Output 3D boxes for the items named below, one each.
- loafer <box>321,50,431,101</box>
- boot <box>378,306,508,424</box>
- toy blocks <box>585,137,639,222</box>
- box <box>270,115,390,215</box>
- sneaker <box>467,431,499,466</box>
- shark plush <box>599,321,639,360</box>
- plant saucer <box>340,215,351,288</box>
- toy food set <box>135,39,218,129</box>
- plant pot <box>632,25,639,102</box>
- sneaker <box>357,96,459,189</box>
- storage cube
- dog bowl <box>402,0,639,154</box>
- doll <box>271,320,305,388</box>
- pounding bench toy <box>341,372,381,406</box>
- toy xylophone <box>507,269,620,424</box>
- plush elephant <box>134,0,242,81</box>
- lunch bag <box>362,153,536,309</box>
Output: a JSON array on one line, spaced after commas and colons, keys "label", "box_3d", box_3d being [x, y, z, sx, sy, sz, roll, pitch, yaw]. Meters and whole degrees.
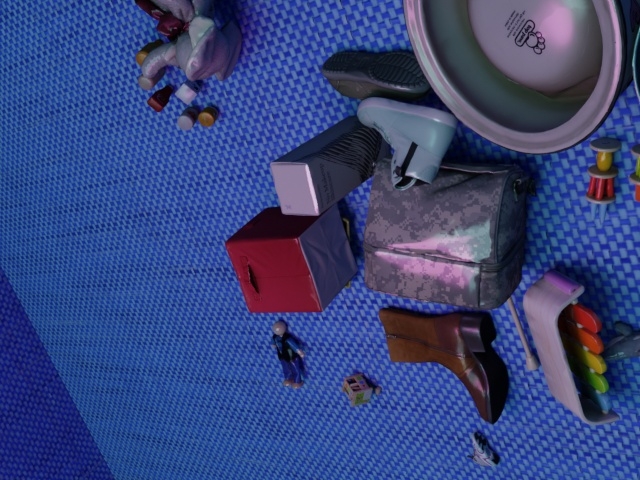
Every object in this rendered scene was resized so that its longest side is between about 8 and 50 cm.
[{"label": "loafer", "box_3d": [0.117, -0.309, 1.530, 0.251, 0.094, 0.087, 21, 154, 39]}, {"label": "boot", "box_3d": [0.267, 0.280, 1.781, 0.281, 0.096, 0.264, -3, 116, 41]}, {"label": "toy blocks", "box_3d": [0.519, -0.094, 1.358, 0.123, 0.054, 0.148, 15, 126, 32]}, {"label": "box", "box_3d": [0.027, -0.153, 1.557, 0.094, 0.275, 0.113, 5, 120, 36]}, {"label": "sneaker", "box_3d": [0.372, 0.502, 1.883, 0.069, 0.038, 0.098, -31, 95, 45]}, {"label": "shark plush", "box_3d": [0.609, 0.209, 1.475, 0.161, 0.067, 0.073, 9, 122, 35]}, {"label": "plant saucer", "box_3d": [0.000, 0.000, 1.847, 0.189, 0.045, 0.188, 17, 127, 29]}, {"label": "toy food set", "box_3d": [-0.339, -0.360, 1.872, 0.232, 0.104, 0.111, 39, 124, -14]}, {"label": "plant pot", "box_3d": [0.591, -0.262, 1.071, 0.290, 0.195, 0.290, 12, 115, 26]}, {"label": "sneaker", "box_3d": [0.132, -0.176, 1.459, 0.256, 0.094, 0.151, 23, 94, 55]}, {"label": "storage cube", "box_3d": [-0.058, 0.035, 1.738, 0.193, 0.215, 0.183, -4, 115, 33]}, {"label": "dog bowl", "box_3d": [0.322, -0.346, 1.218, 0.408, 0.150, 0.407, 38, 148, 30]}, {"label": "doll", "box_3d": [-0.087, 0.301, 2.116, 0.129, 0.046, 0.188, 5, 114, 48]}, {"label": "pounding bench toy", "box_3d": [0.105, 0.373, 2.009, 0.065, 0.083, 0.052, -126, 35, -45]}, {"label": "toy xylophone", "box_3d": [0.469, 0.205, 1.542, 0.236, 0.081, 0.322, -129, 17, -61]}, {"label": "plush elephant", "box_3d": [-0.283, -0.439, 1.625, 0.330, 0.272, 0.255, -2, 91, 14]}, {"label": "lunch bag", "box_3d": [0.242, -0.030, 1.511, 0.305, 0.213, 0.255, 11, 117, 31]}]
